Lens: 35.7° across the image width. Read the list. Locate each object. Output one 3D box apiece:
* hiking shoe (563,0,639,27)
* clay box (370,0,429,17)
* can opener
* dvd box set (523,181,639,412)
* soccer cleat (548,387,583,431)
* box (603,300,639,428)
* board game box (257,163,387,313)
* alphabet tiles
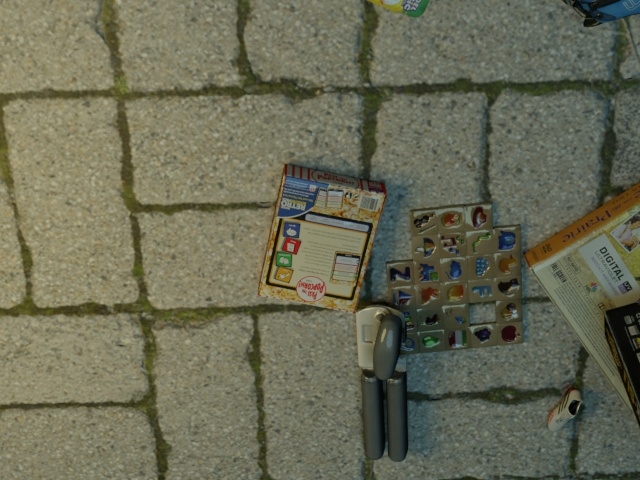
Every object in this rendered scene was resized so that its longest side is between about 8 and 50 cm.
[{"bbox_3d":[0.330,-0.329,1.222,0.304,0.113,0.132,10,114,-5],"label":"hiking shoe"},{"bbox_3d":[0.047,-0.375,1.230,0.222,0.053,0.127,20,113,-11],"label":"clay box"},{"bbox_3d":[0.091,0.221,1.490,0.074,0.093,0.280,4,121,14],"label":"can opener"},{"bbox_3d":[0.549,0.029,1.421,0.420,0.062,0.308,-34,111,14],"label":"dvd box set"},{"bbox_3d":[0.381,0.268,1.543,0.029,0.036,0.083,25,112,-12],"label":"soccer cleat"},{"bbox_3d":[0.544,0.205,1.296,0.257,0.322,0.079,-16,144,6],"label":"box"},{"bbox_3d":[0.000,0.000,1.408,0.146,0.045,0.194,11,114,-6],"label":"board game box"},{"bbox_3d":[0.197,0.058,1.459,0.198,0.009,0.237,-6,114,2],"label":"alphabet tiles"}]
